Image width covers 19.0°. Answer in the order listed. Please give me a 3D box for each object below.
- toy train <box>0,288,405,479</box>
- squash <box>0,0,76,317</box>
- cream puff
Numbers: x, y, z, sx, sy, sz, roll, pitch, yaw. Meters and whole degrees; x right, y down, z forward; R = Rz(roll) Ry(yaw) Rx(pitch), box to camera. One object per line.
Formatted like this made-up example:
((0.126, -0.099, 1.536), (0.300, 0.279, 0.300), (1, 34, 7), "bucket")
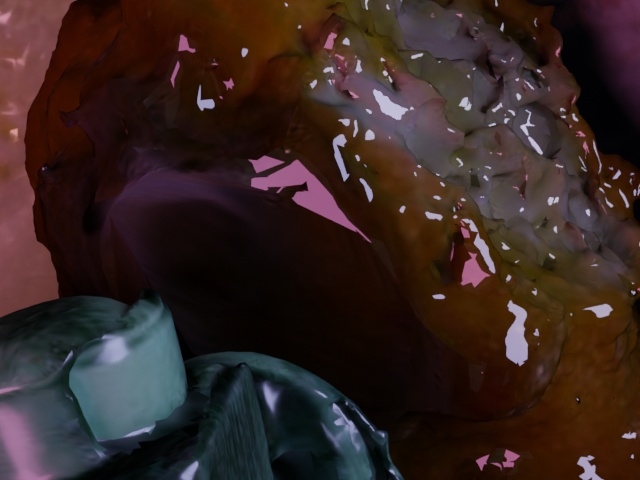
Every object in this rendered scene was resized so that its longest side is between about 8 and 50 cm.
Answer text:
((-0.078, 0.161, 0.591), (0.238, 0.167, 0.299), (-10, 107, 19), "toy train")
((-0.160, -0.054, 0.751), (0.237, 0.204, 0.155), (38, 160, -18), "squash")
((0.000, 0.000, 0.667), (0.241, 0.155, 0.269), (2, 115, 31), "cream puff")
